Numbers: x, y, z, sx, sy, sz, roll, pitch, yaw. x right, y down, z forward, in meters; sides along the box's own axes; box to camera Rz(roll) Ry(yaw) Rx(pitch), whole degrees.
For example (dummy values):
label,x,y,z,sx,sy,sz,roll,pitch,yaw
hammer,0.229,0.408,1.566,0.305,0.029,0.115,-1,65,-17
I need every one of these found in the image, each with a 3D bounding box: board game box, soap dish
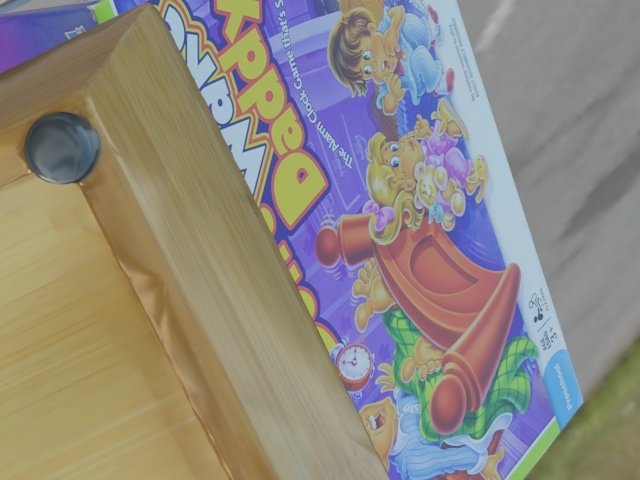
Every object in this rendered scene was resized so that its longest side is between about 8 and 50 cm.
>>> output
label,x,y,z,sx,sy,sz,roll,pitch,yaw
board game box,0.000,0.000,0.822,0.078,0.347,0.233,0,-149,39
soap dish,-0.141,0.078,0.613,0.290,0.229,0.118,-26,-175,3
